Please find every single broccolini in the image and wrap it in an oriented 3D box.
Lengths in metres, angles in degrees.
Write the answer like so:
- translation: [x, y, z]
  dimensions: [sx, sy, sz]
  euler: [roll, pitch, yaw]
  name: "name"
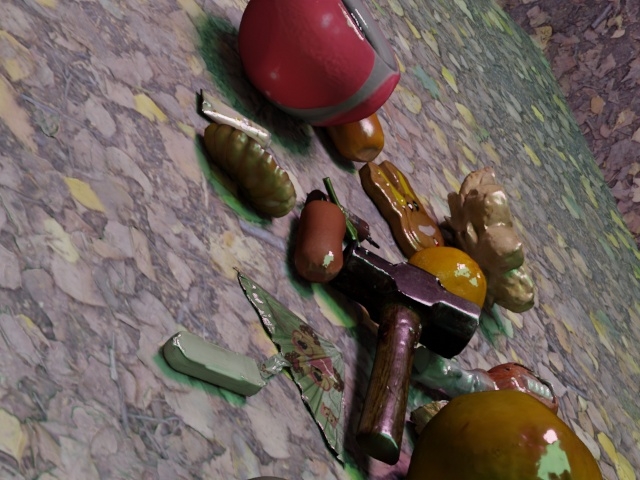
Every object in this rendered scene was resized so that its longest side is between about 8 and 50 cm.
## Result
- translation: [0.057, -0.006, 2.176]
  dimensions: [0.218, 0.042, 0.044]
  euler: [68, 24, -5]
  name: "broccolini"

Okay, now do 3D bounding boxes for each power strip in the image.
- translation: [-0.127, 0.156, 1.658]
  dimensions: [0.191, 0.030, 0.047]
  euler: [29, 33, -47]
  name: "power strip"

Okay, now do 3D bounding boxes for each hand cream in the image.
- translation: [-0.136, -0.190, 2.115]
  dimensions: [0.143, 0.039, 0.061]
  euler: [34, 33, -32]
  name: "hand cream"

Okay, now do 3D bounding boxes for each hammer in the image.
- translation: [0.103, 0.179, 1.977]
  dimensions: [0.242, 0.095, 0.408]
  euler: [29, 36, -8]
  name: "hammer"

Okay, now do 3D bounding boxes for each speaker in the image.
- translation: [0.006, -0.333, 2.290]
  dimensions: [0.294, 0.294, 0.294]
  euler: [43, 25, -26]
  name: "speaker"

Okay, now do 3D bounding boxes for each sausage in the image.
- translation: [0.032, -0.266, 2.465]
  dimensions: [0.105, 0.105, 0.274]
  euler: [13, 48, -58]
  name: "sausage"
- translation: [0.000, 0.000, 2.069]
  dimensions: [0.077, 0.077, 0.194]
  euler: [45, 26, -23]
  name: "sausage"

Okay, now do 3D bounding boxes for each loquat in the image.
- translation: [0.248, 0.336, 1.842]
  dimensions: [0.276, 0.276, 0.283]
  euler: [38, 26, -36]
  name: "loquat"

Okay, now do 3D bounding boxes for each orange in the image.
- translation: [0.218, 0.082, 2.307]
  dimensions: [0.159, 0.136, 0.159]
  euler: [47, 23, -27]
  name: "orange"

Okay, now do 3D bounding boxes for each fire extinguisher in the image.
- translation: [0.036, -0.034, 2.228]
  dimensions: [0.158, 0.043, 0.064]
  euler: [34, 9, -41]
  name: "fire extinguisher"

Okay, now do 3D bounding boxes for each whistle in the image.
- translation: [0.283, 0.254, 2.224]
  dimensions: [0.346, 0.134, 0.142]
  euler: [27, 44, -35]
  name: "whistle"

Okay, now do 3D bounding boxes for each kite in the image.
- translation: [-0.023, 0.171, 1.868]
  dimensions: [0.323, 0.013, 0.268]
  euler: [61, 23, 15]
  name: "kite"

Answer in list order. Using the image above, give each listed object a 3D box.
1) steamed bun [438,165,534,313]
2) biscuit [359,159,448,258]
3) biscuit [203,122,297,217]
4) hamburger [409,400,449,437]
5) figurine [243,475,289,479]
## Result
- translation: [0.317, 0.015, 2.575]
  dimensions: [0.292, 0.137, 0.295]
  euler: [-110, -176, -74]
  name: "steamed bun"
- translation: [0.180, -0.026, 2.503]
  dimensions: [0.295, 0.044, 0.186]
  euler: [58, 25, 7]
  name: "biscuit"
- translation: [-0.106, -0.103, 2.009]
  dimensions: [0.183, 0.061, 0.118]
  euler: [48, -18, -17]
  name: "biscuit"
- translation: [0.219, 0.314, 2.052]
  dimensions: [0.176, 0.087, 0.102]
  euler: [34, 29, -45]
  name: "hamburger"
- translation: [-0.101, 0.346, 1.238]
  dimensions: [0.203, 0.248, 0.381]
  euler: [41, 27, 29]
  name: "figurine"
